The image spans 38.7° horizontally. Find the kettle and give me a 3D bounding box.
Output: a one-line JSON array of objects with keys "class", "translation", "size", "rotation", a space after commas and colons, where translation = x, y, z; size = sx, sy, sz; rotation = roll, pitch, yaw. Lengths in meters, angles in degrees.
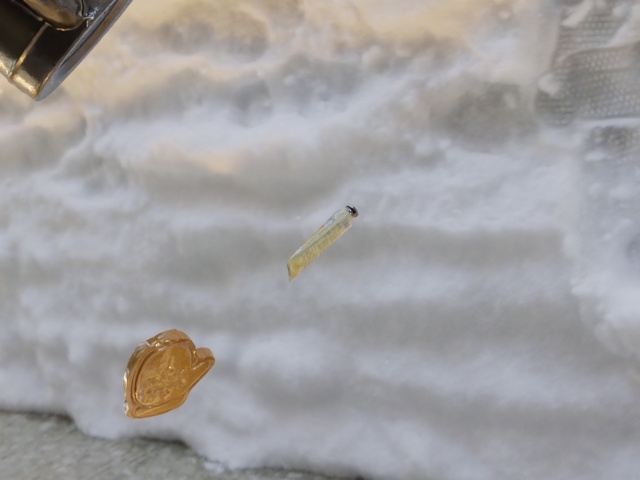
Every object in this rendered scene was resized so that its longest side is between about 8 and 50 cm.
[{"class": "kettle", "translation": [-0.398, -0.352, 1.073], "size": [0.324, 0.321, 0.228], "rotation": [40, 93, -13]}]

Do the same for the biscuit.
[{"class": "biscuit", "translation": [-0.181, 0.161, 1.100], "size": [0.023, 0.118, 0.140], "rotation": [51, 148, 37]}]

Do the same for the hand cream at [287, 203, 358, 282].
[{"class": "hand cream", "translation": [0.000, 0.000, 0.920], "size": [0.022, 0.102, 0.035], "rotation": [36, 155, 22]}]
